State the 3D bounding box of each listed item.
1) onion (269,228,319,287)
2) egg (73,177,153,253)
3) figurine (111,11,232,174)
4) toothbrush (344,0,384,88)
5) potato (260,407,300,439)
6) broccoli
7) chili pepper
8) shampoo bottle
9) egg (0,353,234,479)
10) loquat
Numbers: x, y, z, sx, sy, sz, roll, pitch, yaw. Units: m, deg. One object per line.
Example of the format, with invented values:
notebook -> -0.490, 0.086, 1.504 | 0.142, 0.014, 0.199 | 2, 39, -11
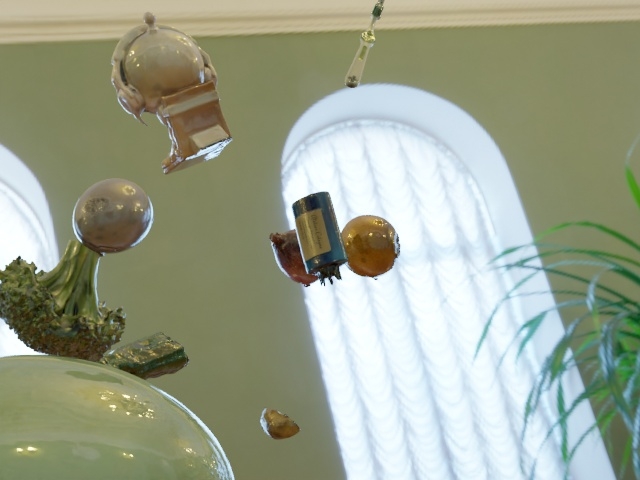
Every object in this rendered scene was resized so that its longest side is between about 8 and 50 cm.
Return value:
onion -> -0.060, 0.029, 1.940 | 0.195, 0.159, 0.159 | 31, -38, -20
egg -> -0.413, -0.047, 1.419 | 0.147, 0.146, 0.198 | -20, 18, 18
figurine -> -0.231, -0.230, 1.106 | 0.163, 0.236, 0.141 | -31, 12, -30
toothbrush -> 0.082, -0.352, 1.268 | 0.030, 0.304, 0.030 | 9, -44, 9
potato -> -0.081, 0.310, 1.204 | 0.093, 0.037, 0.036 | 3, 40, 49
broccoli -> -0.561, 0.141, 1.535 | 0.236, 0.259, 0.288 | -14, -17, -2
chili pepper -> -0.476, 0.315, 1.773 | 0.270, 0.136, 0.099 | -23, -30, -46
shampoo bottle -> 0.000, 0.000, 1.383 | 0.087, 0.182, 0.050 | -21, -19, 19
egg -> -0.277, 0.254, 0.709 | 0.389, 0.276, 0.276 | 10, -23, -7
loquat -> 0.103, 0.013, 1.507 | 0.141, 0.141, 0.141 | -12, -19, -4
